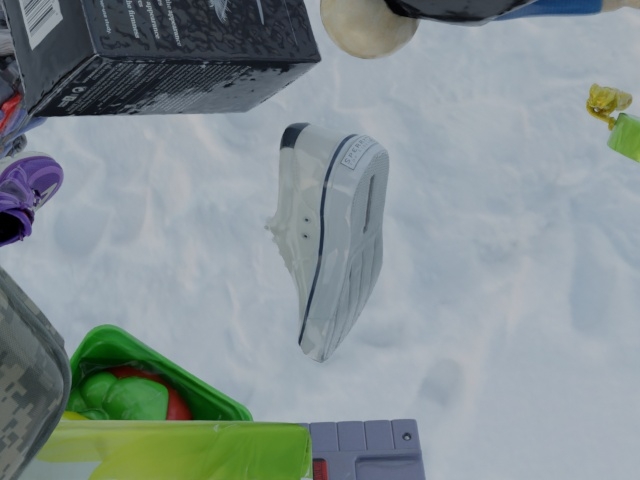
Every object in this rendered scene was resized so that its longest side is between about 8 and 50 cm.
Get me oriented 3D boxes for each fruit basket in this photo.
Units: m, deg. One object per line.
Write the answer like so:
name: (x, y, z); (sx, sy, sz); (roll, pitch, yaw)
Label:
fruit basket: (-0.269, 0.295, 1.245); (0.283, 0.392, 0.392); (35, 98, -18)

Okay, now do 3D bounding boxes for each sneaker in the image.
sneaker: (-0.283, -0.024, 0.986); (0.071, 0.170, 0.068); (12, 123, 18)
sneaker: (0.000, 0.000, 0.943); (0.094, 0.091, 0.258); (-42, 152, -41)

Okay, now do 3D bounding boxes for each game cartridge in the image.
game cartridge: (0.026, 0.370, 1.324); (0.230, 0.355, 0.068); (1, 130, -5)

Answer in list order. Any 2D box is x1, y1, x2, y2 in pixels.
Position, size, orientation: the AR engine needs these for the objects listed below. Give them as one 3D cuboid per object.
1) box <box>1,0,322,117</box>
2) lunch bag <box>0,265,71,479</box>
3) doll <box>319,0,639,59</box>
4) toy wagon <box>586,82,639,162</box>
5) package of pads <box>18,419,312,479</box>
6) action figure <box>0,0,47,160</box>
box: (-0.122, -0.181, 0.808); (0.207, 0.108, 0.153); (-6, 76, -42)
lunch bag: (-0.314, 0.032, 0.549); (0.212, 0.256, 0.305); (-51, 139, -20)
doll: (0.064, -0.099, 0.330); (0.129, 0.189, 0.046); (10, 69, -35)
toy wagon: (0.348, -0.025, 0.800); (0.267, 0.344, 0.068); (-4, 119, -57)
package of pads: (-0.167, 0.196, 0.843); (0.297, 0.229, 0.101); (3, 76, -9)
action figure: (-0.411, -0.191, 1.310); (0.178, 0.330, 0.341); (36, 121, -12)
